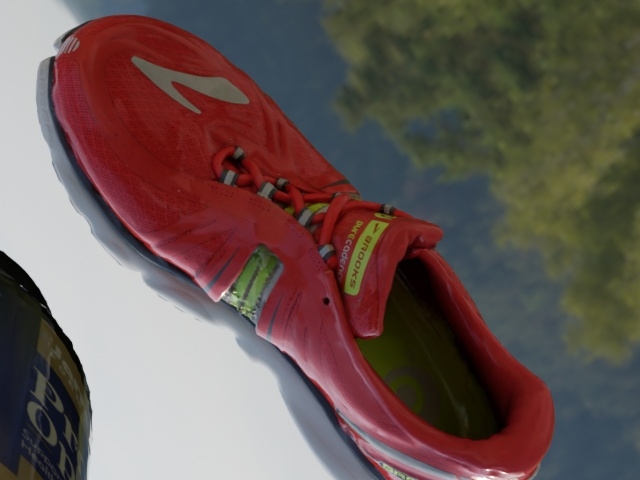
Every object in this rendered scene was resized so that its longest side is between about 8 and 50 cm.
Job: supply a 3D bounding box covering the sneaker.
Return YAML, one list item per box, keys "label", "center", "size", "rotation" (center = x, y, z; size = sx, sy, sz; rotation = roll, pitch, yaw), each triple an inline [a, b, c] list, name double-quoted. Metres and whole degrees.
- label: "sneaker"
  center: [0.000, 0.000, 0.848]
  size: [0.279, 0.107, 0.118]
  rotation: [45, 152, -8]

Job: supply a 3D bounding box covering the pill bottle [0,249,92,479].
- label: "pill bottle"
  center: [-0.131, 0.074, 0.601]
  size: [0.123, 0.123, 0.219]
  rotation: [56, -173, -19]
